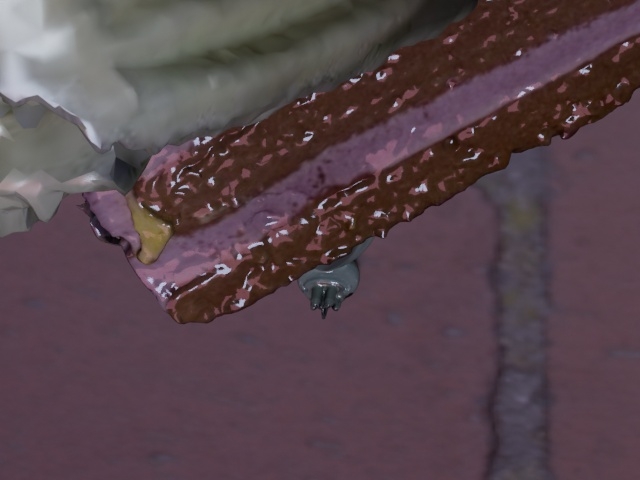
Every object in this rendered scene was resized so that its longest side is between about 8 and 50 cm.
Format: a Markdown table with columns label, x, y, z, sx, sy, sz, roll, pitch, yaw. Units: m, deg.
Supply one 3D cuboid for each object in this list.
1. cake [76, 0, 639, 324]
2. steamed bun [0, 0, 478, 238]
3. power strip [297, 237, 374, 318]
| label | x | y | z | sx | sy | sz | roll | pitch | yaw |
| --- | --- | --- | --- | --- | --- | --- | --- | --- | --- |
| cake | 0.017 | -0.061 | 0.688 | 0.295 | 0.112 | 0.116 | -21 | 131 | 21 |
| steamed bun | -0.127 | -0.143 | 0.500 | 0.272 | 0.290 | 0.273 | -10 | 116 | 27 |
| power strip | 0.000 | 0.000 | 0.797 | 0.055 | 0.035 | 0.083 | 1 | 134 | 9 |
